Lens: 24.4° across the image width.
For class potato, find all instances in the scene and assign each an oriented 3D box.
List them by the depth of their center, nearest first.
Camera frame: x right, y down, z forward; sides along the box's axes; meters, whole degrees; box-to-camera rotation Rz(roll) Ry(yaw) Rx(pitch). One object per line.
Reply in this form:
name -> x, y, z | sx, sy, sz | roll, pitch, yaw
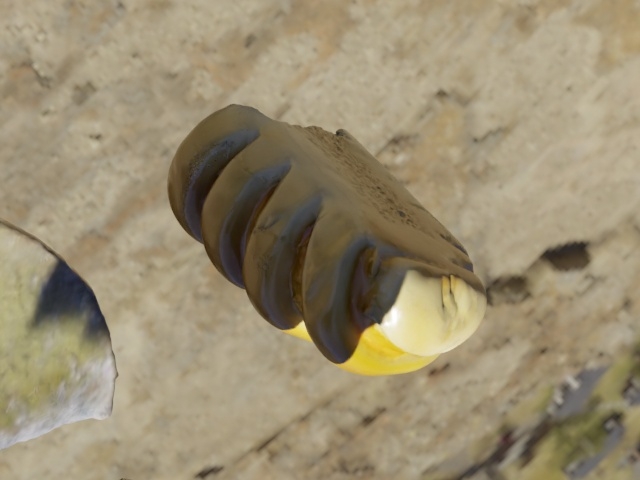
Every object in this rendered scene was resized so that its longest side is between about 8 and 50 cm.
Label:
potato -> -0.285, 0.043, 1.022 | 0.264, 0.211, 0.189 | -13, 111, -59

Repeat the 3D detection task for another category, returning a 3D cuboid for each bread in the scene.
bread -> 0.000, 0.000, 0.717 | 0.119, 0.177, 0.084 | 17, 111, -48

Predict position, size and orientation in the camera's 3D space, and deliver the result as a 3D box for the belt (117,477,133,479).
belt -> -0.045, 0.165, 0.525 | 0.124, 0.201, 0.128 | -47, 117, -5
